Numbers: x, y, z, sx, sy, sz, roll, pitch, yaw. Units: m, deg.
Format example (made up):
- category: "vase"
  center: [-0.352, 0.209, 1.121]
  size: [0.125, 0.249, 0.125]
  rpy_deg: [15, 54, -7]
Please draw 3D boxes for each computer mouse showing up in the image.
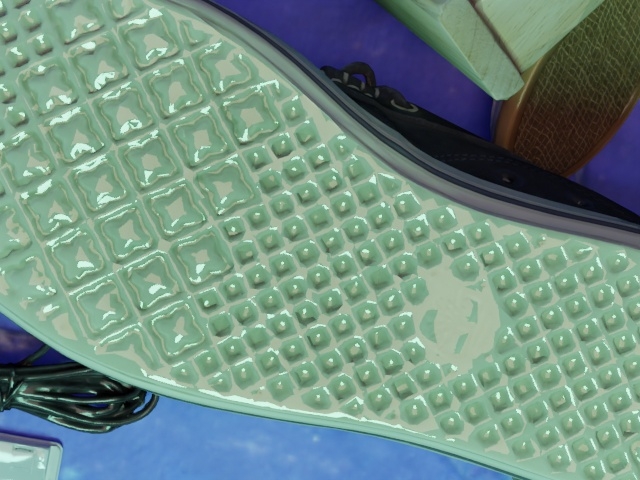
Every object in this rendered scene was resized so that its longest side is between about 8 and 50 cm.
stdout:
- category: "computer mouse"
  center: [-0.172, -0.024, 0.857]
  size: [0.184, 0.060, 0.262]
  rpy_deg: [3, 107, -16]

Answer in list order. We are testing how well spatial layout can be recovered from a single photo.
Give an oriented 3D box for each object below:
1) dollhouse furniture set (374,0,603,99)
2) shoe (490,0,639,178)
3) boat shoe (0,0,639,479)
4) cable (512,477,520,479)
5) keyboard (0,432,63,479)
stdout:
- category: "dollhouse furniture set"
  center: [0.044, -0.303, 0.702]
  size: [0.256, 0.362, 0.394]
  rpy_deg: [-42, 128, 1]
- category: "shoe"
  center: [0.152, -0.130, 0.876]
  size: [0.076, 0.058, 0.219]
  rpy_deg: [21, 100, -27]
- category: "boat shoe"
  center: [0.000, 0.000, 0.803]
  size: [0.500, 0.156, 0.187]
  rpy_deg: [21, 95, -7]
- category: "cable"
  center: [0.131, 0.121, 0.894]
  size: [0.139, 0.072, 0.287]
  rpy_deg: [-40, 98, -3]
- category: "keyboard"
  center: [-0.280, 0.130, 0.899]
  size: [0.256, 0.014, 0.072]
  rpy_deg: [10, 102, -5]
